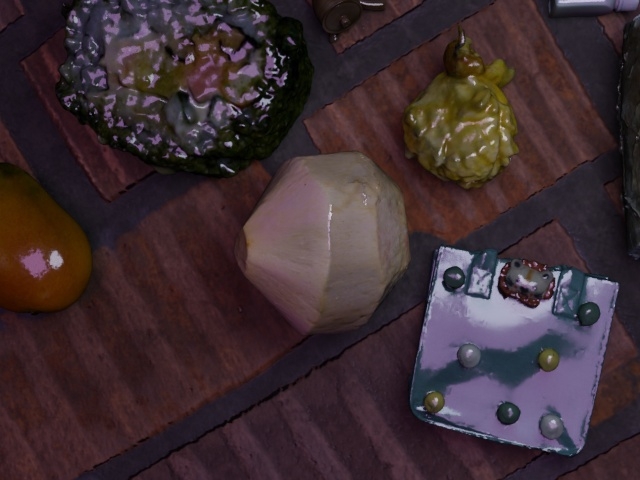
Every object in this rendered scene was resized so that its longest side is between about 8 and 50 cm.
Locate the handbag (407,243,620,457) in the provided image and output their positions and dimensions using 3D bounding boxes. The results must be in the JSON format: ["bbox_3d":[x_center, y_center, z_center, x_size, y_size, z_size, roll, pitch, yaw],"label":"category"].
[{"bbox_3d":[0.266,0.156,1.239,0.268,0.100,0.274,13,92,9],"label":"handbag"}]

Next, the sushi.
[{"bbox_3d":[-0.203,-0.245,1.269,0.351,0.178,0.294,26,95,9],"label":"sushi"}]

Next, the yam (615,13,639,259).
[{"bbox_3d":[0.509,-0.132,1.142,0.241,0.241,0.348,-5,88,8],"label":"yam"}]

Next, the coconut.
[{"bbox_3d":[0.000,0.000,1.195,0.259,0.259,0.259,0,90,8],"label":"coconut"}]

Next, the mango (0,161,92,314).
[{"bbox_3d":[-0.462,0.006,1.326,0.175,0.139,0.254,-45,76,-6],"label":"mango"}]

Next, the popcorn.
[{"bbox_3d":[0.206,-0.176,1.217,0.168,0.173,0.195,36,103,49],"label":"popcorn"}]

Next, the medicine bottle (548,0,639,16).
[{"bbox_3d":[0.389,-0.351,1.236,0.117,0.074,0.055,1,89,8],"label":"medicine bottle"}]

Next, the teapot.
[{"bbox_3d":[0.042,-0.348,1.303,0.110,0.085,0.080,-16,62,-20],"label":"teapot"}]
